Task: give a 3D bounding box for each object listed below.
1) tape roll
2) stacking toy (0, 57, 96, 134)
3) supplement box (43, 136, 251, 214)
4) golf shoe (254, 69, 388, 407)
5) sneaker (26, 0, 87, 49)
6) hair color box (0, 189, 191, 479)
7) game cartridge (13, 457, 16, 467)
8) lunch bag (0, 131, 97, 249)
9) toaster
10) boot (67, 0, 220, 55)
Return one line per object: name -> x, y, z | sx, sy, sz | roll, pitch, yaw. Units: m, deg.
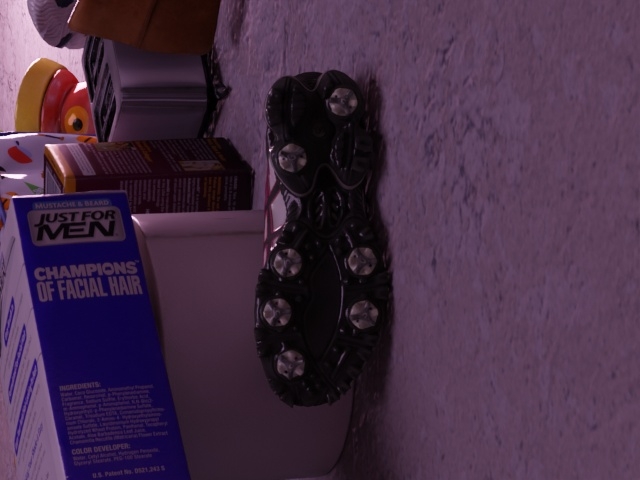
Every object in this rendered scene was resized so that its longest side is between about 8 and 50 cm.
tape roll -> -0.089, 0.095, 1.593 | 0.246, 0.169, 0.246 | 177, 90, -71
stacking toy -> -0.319, -0.038, 2.191 | 0.279, 0.130, 0.309 | -57, -26, -58
supplement box -> -0.172, -0.046, 1.784 | 0.104, 0.188, 0.081 | -130, 41, -60
golf shoe -> 0.000, 0.000, 1.469 | 0.120, 0.105, 0.273 | 134, 138, -85
sneaker -> -0.272, -0.298, 2.010 | 0.094, 0.235, 0.153 | -30, 75, 23
hair color box -> -0.188, 0.148, 1.470 | 0.185, 0.110, 0.339 | 114, 145, -53
game cartridge -> -0.221, 0.225, 1.944 | 0.285, 0.052, 0.324 | -61, 33, 16
lunch bag -> -0.262, -0.014, 1.964 | 0.303, 0.243, 0.115 | -121, 34, -53
toaster -> -0.182, -0.167, 1.918 | 0.186, 0.110, 0.168 | 115, 147, -52
boot -> -0.193, -0.315, 1.697 | 0.280, 0.264, 0.096 | 116, 156, -42
